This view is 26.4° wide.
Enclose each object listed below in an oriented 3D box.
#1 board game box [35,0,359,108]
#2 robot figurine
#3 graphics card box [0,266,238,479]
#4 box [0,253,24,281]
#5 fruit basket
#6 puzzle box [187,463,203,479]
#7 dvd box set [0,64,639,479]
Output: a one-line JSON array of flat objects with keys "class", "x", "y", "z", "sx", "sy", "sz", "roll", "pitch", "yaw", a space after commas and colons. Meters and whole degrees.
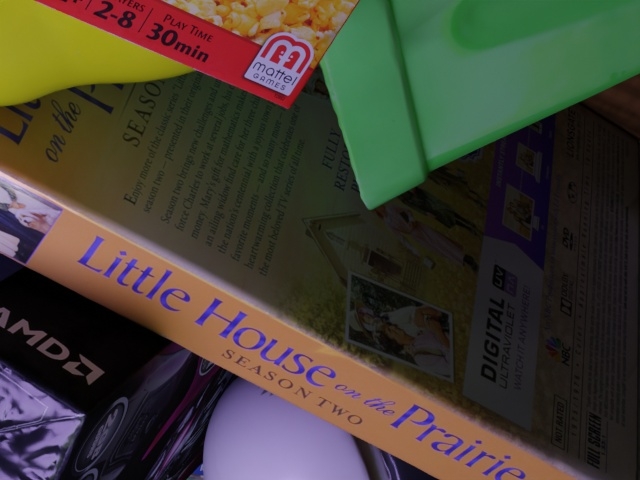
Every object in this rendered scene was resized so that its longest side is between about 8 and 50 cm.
[{"class": "board game box", "x": -0.026, "y": -0.157, "z": 0.475, "sx": 0.147, "sy": 0.045, "sz": 0.193, "roll": 20, "pitch": 118, "yaw": -30}, {"class": "robot figurine", "x": 0.063, "y": 0.133, "z": 0.874, "sx": 0.278, "sy": 0.173, "sz": 0.209, "roll": -16, "pitch": 160, "yaw": -24}, {"class": "graphics card box", "x": -0.121, "y": 0.090, "z": 0.817, "sx": 0.094, "sy": 0.371, "sz": 0.233, "roll": 33, "pitch": 116, "yaw": 10}, {"class": "box", "x": -0.326, "y": 0.274, "z": 1.120, "sx": 0.297, "sy": 0.472, "sz": 0.480, "roll": 11, "pitch": 140, "yaw": 5}, {"class": "fruit basket", "x": -0.034, "y": -0.195, "z": 0.627, "sx": 0.392, "sy": 0.283, "sz": 0.392, "roll": -1, "pitch": 135, "yaw": -1}, {"class": "puzzle box", "x": 0.080, "y": 0.161, "z": 1.051, "sx": 0.409, "sy": 0.052, "sz": 0.272, "roll": 10, "pitch": 117, "yaw": 8}, {"class": "dvd box set", "x": 0.000, "y": -0.046, "z": 0.771, "sx": 0.420, "sy": 0.307, "sz": 0.062, "roll": 29, "pitch": 133, "yaw": -15}]
